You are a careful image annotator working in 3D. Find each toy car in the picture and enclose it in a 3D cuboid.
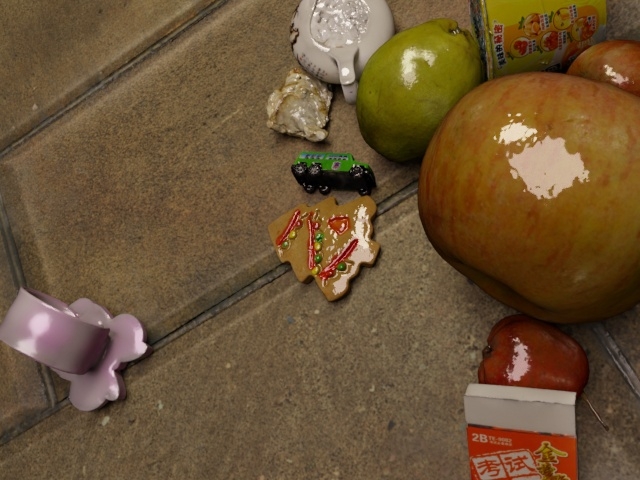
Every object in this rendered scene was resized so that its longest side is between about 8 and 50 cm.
[{"bbox_3d":[0.028,-0.131,1.430,0.165,0.071,0.063,5,61,24],"label":"toy car"}]

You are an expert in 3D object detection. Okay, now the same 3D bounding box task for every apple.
[{"bbox_3d":[0.339,-0.052,1.099,0.400,0.400,0.334,11,84,25],"label":"apple"},{"bbox_3d":[0.483,-0.241,1.205,0.173,0.195,0.160,15,84,-13],"label":"apple"}]

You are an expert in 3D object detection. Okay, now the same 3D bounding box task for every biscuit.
[{"bbox_3d":[0.000,0.000,1.412,0.238,0.041,0.212,15,80,25],"label":"biscuit"}]

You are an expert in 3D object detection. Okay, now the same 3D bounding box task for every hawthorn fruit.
[{"bbox_3d":[0.350,0.205,1.150,0.203,0.162,0.163,20,80,4],"label":"hawthorn fruit"}]

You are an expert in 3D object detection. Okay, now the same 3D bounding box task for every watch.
[{"bbox_3d":[-0.496,0.200,1.446,0.248,0.217,0.211,25,83,28],"label":"watch"}]

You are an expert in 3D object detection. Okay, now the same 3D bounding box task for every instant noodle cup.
[{"bbox_3d":[0.368,-0.394,1.288,0.200,0.264,0.264,-9,69,9],"label":"instant noodle cup"}]

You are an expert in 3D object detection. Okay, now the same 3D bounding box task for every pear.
[{"bbox_3d":[0.175,-0.266,1.336,0.212,0.212,0.269,50,120,28],"label":"pear"}]

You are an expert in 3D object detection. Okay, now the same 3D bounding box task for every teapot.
[{"bbox_3d":[0.046,-0.400,1.459,0.208,0.166,0.300,-9,66,-5],"label":"teapot"}]

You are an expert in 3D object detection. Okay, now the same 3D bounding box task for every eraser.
[{"bbox_3d":[0.299,0.320,1.103,0.157,0.038,0.230,1,114,23],"label":"eraser"}]

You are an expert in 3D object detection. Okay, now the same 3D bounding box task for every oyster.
[{"bbox_3d":[-0.038,-0.275,1.501,0.163,0.081,0.191,-44,66,-2],"label":"oyster"}]
